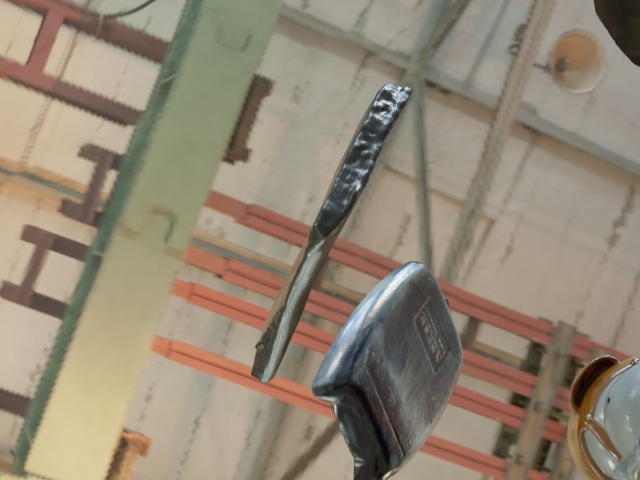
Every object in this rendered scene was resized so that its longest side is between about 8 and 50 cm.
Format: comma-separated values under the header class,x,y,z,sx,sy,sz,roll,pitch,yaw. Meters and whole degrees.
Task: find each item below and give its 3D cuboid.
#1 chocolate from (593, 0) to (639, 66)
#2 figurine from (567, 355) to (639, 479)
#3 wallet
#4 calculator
class,x,y,z,sx,sy,sz,roll,pitch,yaw
chocolate,0.400,-0.261,1.263,0.177,0.206,0.224,-41,-40,-17
figurine,0.310,0.172,1.187,0.143,0.271,0.143,1,-94,-13
wallet,0.001,0.000,1.000,0.030,0.285,0.146,27,-119,1
calculator,0.084,0.135,1.383,0.268,0.040,0.177,-51,-56,-49
